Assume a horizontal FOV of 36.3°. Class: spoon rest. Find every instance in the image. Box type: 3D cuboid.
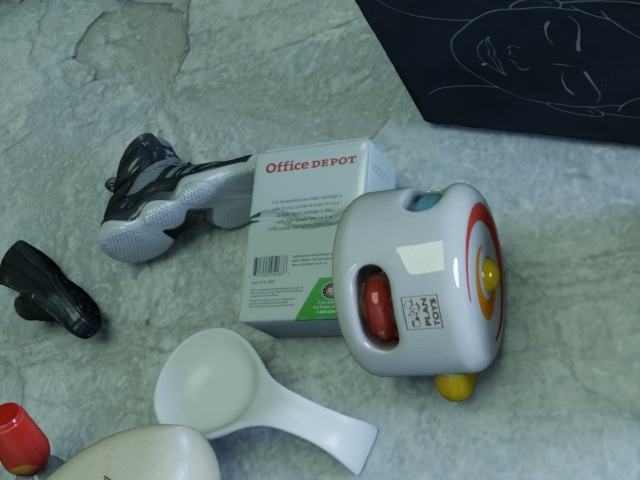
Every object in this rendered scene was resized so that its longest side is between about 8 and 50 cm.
[{"bbox_3d":[-0.075,0.176,1.072,0.276,0.084,0.137,14,69,32],"label":"spoon rest"}]

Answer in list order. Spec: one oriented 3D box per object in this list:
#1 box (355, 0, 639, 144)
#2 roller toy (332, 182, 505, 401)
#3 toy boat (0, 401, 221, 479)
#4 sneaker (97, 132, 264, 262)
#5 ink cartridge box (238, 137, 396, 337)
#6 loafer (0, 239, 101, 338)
[{"bbox_3d":[0.278,-0.334,0.934,0.472,0.480,0.297,13,68,32],"label":"box"},{"bbox_3d":[0.109,0.042,0.984,0.146,0.191,0.209,-5,60,24],"label":"roller toy"},{"bbox_3d":[-0.250,0.285,1.039,0.267,0.148,0.318,-37,38,-28],"label":"toy boat"},{"bbox_3d":[-0.171,-0.084,1.263,0.269,0.101,0.153,-23,52,12],"label":"sneaker"},{"bbox_3d":[0.000,0.000,1.115,0.153,0.087,0.208,-4,70,26],"label":"ink cartridge box"},{"bbox_3d":[-0.363,0.077,1.290,0.223,0.076,0.078,33,86,42],"label":"loafer"}]
